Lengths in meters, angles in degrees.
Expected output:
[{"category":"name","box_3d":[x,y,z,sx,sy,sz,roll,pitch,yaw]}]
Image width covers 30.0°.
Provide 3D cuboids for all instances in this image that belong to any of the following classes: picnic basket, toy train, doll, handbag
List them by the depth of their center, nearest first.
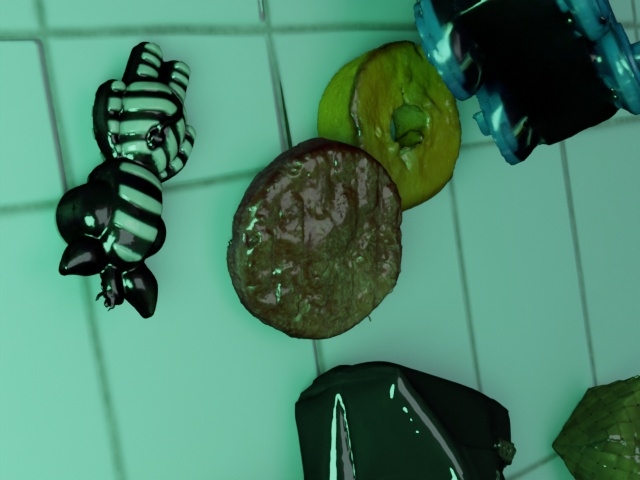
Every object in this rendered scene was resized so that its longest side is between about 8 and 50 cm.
[{"category":"doll","box_3d":[-0.145,-0.048,0.905,0.091,0.067,0.219,32,57,-39]},{"category":"handbag","box_3d":[0.122,0.280,1.104,0.288,0.152,0.342,9,69,-56]},{"category":"toy train","box_3d":[0.194,-0.243,1.180,0.300,0.188,0.265,40,33,-50]},{"category":"picnic basket","box_3d":[0.369,0.263,1.407,0.178,0.128,0.138,53,50,-8]}]

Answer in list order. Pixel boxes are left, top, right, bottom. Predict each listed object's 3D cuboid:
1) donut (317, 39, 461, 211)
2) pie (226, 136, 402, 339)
[{"category":"donut","box_3d":[0.065,-0.109,1.157,0.178,0.065,0.162,-14,100,-50]},{"category":"pie","box_3d":[0.000,0.000,1.043,0.182,0.049,0.182,-8,103,-35]}]
